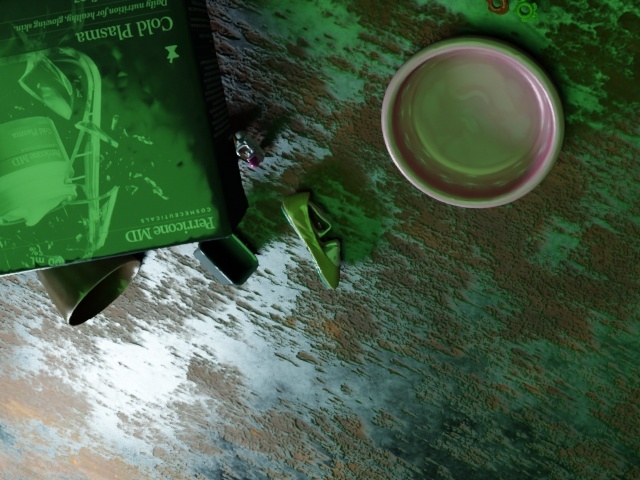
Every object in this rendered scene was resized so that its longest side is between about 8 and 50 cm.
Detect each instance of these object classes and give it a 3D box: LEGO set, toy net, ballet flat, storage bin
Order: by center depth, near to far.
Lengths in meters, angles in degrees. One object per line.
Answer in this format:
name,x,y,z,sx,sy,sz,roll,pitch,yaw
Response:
toy net,0.280,-0.464,1.558,0.232,0.045,0.122,24,128,8
LEGO set,-0.251,-0.130,1.927,0.132,0.107,0.287,44,125,-8
ballet flat,0.000,0.000,1.933,0.073,0.080,0.232,-25,111,16
storage bin,-0.215,0.035,2.034,0.135,0.098,0.091,46,152,-11

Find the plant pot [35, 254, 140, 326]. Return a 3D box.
plant pot,-0.573,0.042,2.119,0.230,0.215,0.215,45,126,8

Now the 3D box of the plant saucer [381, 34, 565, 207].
plant saucer,0.281,-0.222,1.681,0.332,0.084,0.332,10,123,16

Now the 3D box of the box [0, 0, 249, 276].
box,-0.419,-0.220,1.679,0.480,0.297,0.472,-10,103,4
